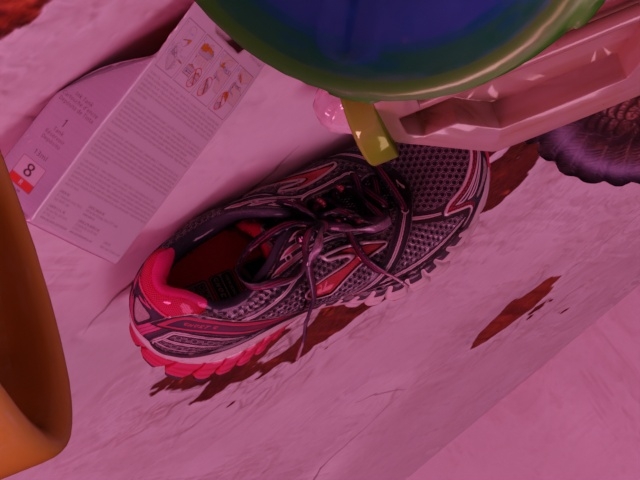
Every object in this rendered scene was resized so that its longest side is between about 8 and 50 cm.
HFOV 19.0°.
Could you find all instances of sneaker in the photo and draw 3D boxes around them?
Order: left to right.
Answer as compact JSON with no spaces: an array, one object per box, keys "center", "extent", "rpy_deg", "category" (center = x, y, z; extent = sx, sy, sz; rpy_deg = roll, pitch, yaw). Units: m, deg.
[{"center":[0.000,0.000,1.396],"extent":[0.299,0.121,0.112],"rpy_deg":[-31,161,-16],"category":"sneaker"}]

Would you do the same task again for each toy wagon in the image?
[{"center":[0.113,-0.171,1.122],"extent":[0.267,0.068,0.344],"rpy_deg":[-22,147,7],"category":"toy wagon"}]

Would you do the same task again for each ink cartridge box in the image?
[{"center":[-0.107,-0.078,1.134],"extent":[0.179,0.045,0.145],"rpy_deg":[-55,163,-1],"category":"ink cartridge box"}]

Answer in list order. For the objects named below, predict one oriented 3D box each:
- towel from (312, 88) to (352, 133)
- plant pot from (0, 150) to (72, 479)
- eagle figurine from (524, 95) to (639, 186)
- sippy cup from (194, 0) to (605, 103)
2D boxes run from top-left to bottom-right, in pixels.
[{"center":[0.181,-0.202,1.331],"extent":[0.332,0.053,0.317],"rpy_deg":[-46,162,31],"category":"towel"},{"center":[-0.248,0.005,0.714],"extent":[0.239,0.254,0.254],"rpy_deg":[-22,163,0],"category":"plant pot"},{"center":[0.281,-0.139,1.375],"extent":[0.298,0.226,0.225],"rpy_deg":[-160,-97,-73],"category":"eagle figurine"},{"center":[0.068,-0.200,0.832],"extent":[0.224,0.305,0.240],"rpy_deg":[-33,138,-53],"category":"sippy cup"}]
